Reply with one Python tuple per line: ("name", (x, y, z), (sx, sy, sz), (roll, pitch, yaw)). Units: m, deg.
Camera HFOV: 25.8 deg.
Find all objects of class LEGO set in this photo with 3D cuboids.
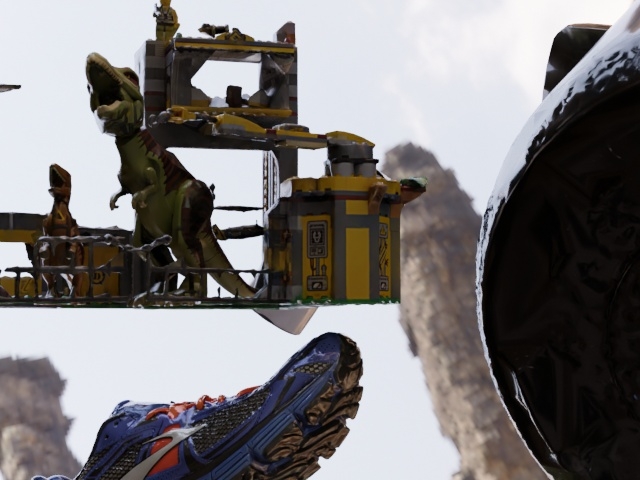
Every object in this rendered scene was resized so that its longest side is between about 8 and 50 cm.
("LEGO set", (-0.114, -0.059, 0.775), (0.331, 0.255, 0.192), (0, -94, -7))

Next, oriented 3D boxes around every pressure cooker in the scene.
("pressure cooker", (0.320, -0.028, 0.867), (0.375, 0.420, 0.370), (-34, -85, 39))

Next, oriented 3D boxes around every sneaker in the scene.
("sneaker", (-0.074, 0.111, 0.734), (0.221, 0.087, 0.083), (-36, -19, 9))

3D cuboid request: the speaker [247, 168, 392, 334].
("speaker", (0.000, 0.000, 1.032), (0.055, 0.055, 0.136), (28, -81, -36))
